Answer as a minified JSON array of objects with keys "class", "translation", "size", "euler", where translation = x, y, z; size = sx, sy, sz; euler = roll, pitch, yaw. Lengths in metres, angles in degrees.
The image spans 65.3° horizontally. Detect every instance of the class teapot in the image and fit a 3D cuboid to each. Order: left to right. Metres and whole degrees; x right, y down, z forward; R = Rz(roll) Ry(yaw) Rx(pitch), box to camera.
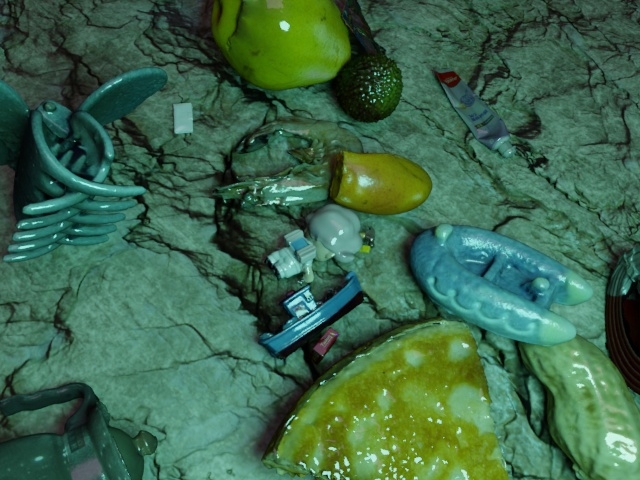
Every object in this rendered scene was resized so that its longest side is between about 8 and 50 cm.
[{"class":"teapot","translation":[-0.387,0.357,0.743],"size":[0.285,0.305,0.223],"euler":[-25,105,-24]}]

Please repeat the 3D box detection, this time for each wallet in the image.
[{"class":"wallet","translation":[-0.313,-0.281,1.140],"size":[0.044,0.011,0.083],"euler":[-5,64,-9]}]

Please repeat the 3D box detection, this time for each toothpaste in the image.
[{"class":"toothpaste","translation":[0.373,-0.318,1.212],"size":[0.075,0.048,0.301],"euler":[-24,66,-12]}]

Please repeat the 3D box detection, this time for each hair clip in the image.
[{"class":"hair clip","translation":[-0.465,-0.125,0.871],"size":[0.392,0.318,0.238],"euler":[-12,78,-42]}]

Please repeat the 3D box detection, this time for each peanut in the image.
[{"class":"peanut","translation":[0.459,0.279,0.873],"size":[0.153,0.140,0.325],"euler":[-36,57,21]}]

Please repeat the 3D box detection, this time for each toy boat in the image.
[{"class":"toy boat","translation":[-0.020,0.126,0.918],"size":[0.223,0.100,0.097],"euler":[-33,88,-19]},{"class":"toy boat","translation":[0.323,0.054,0.923],"size":[0.330,0.123,0.215],"euler":[27,47,29]}]

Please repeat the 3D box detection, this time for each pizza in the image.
[{"class":"pizza","translation":[0.162,0.353,0.811],"size":[0.440,0.130,0.406],"euler":[-27,69,-29]}]

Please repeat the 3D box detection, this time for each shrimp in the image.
[{"class":"shrimp","translation":[-0.073,-0.171,1.077],"size":[0.360,0.085,0.247],"euler":[-24,62,-22]}]

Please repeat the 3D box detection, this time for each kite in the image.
[{"class":"kite","translation":[0.100,-0.505,1.208],"size":[0.234,0.016,0.321],"euler":[-5,70,-58]}]

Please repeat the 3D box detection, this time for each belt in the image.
[{"class":"belt","translation":[0.629,0.144,0.909],"size":[0.115,0.227,0.324],"euler":[14,44,1]}]

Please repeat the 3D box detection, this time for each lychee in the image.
[{"class":"lychee","translation":[0.115,-0.345,1.122],"size":[0.171,0.171,0.171],"euler":[2,63,-5]}]

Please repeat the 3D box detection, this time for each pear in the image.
[{"class":"pear","translation":[-0.075,-0.486,1.125],"size":[0.336,0.285,0.285],"euler":[-22,68,-25]}]

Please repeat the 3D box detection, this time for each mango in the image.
[{"class":"mango","translation":[0.130,-0.120,1.031],"size":[0.252,0.126,0.154],"euler":[1,23,-34]}]

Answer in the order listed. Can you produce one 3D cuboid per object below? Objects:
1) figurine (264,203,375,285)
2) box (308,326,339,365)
[{"class":"figurine","translation":[0.000,0.000,0.977],"size":[0.229,0.112,0.137],"euler":[-28,49,-17]},{"class":"box","translation":[0.006,0.191,0.897],"size":[0.023,0.082,0.051],"euler":[38,66,10]}]
